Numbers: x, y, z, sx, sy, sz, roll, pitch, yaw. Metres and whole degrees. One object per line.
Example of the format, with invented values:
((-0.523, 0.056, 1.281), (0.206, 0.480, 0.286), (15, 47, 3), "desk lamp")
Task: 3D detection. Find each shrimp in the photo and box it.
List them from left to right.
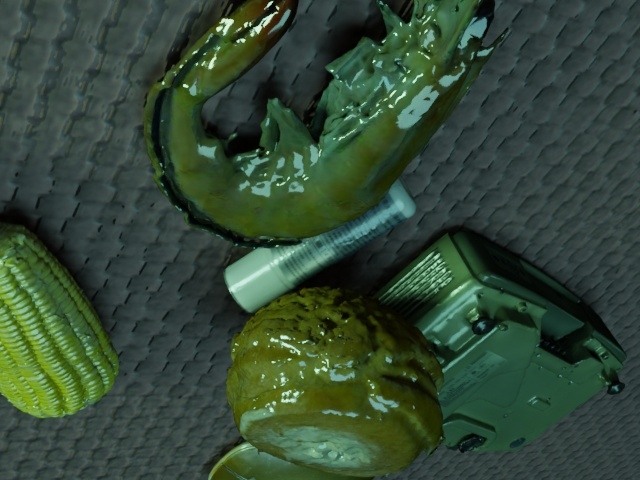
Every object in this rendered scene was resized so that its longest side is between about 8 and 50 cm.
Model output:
((-0.006, -0.086, 0.498), (0.173, 0.058, 0.253), (13, 132, -25), "shrimp")

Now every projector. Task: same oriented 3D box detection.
((0.138, 0.112, 0.763), (0.193, 0.088, 0.269), (-43, 136, 20), "projector")

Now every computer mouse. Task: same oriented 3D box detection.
((-0.020, 0.243, 0.876), (0.199, 0.045, 0.102), (23, 121, -42), "computer mouse")

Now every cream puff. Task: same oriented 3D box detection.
((0.010, 0.095, 0.607), (0.150, 0.115, 0.165), (-2, 145, 14), "cream puff")

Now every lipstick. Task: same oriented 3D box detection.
((0.000, 0.000, 0.605), (0.141, 0.040, 0.040), (-31, 141, 12), "lipstick")

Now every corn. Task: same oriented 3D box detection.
((-0.190, 0.056, 0.565), (0.085, 0.063, 0.165), (-1, 141, 12), "corn")
